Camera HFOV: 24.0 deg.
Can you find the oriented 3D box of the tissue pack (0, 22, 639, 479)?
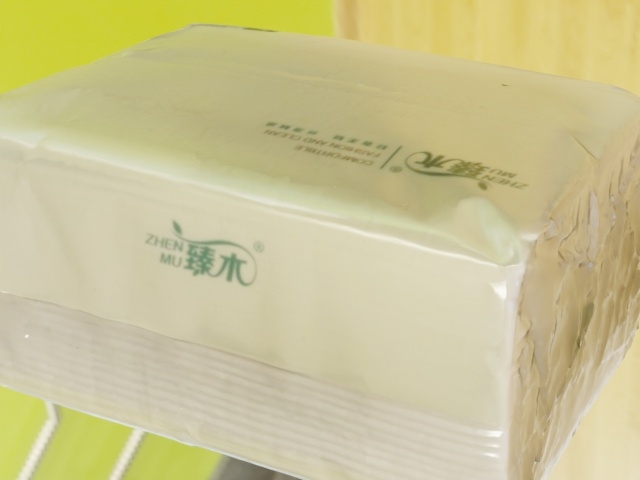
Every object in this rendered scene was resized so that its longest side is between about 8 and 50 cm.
[{"bbox_3d":[0.000,0.000,0.963,0.380,0.297,0.207,12,116,22],"label":"tissue pack"}]
